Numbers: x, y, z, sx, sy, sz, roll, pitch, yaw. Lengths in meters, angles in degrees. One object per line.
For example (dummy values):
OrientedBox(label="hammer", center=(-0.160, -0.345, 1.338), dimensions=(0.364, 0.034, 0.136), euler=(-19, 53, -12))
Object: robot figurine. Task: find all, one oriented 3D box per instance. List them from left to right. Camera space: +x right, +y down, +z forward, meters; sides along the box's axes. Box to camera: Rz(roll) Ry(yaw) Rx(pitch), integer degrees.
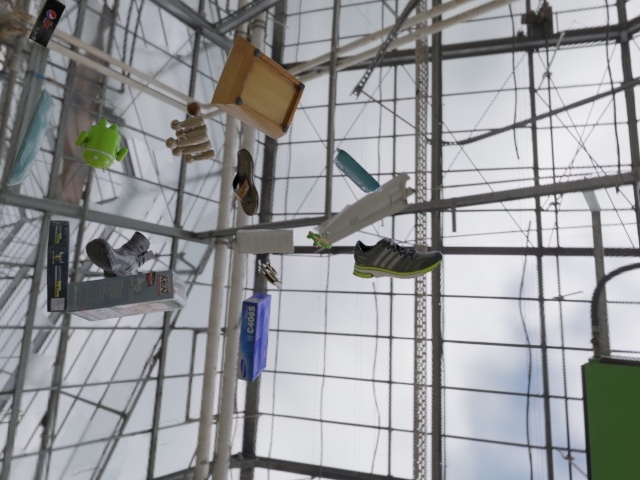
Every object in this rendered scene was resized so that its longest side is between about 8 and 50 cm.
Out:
OrientedBox(label="robot figurine", center=(-0.497, -0.215, 0.937), dimensions=(0.067, 0.101, 0.115), euler=(-3, -108, 44))

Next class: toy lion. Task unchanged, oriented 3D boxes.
OrientedBox(label="toy lion", center=(0.000, 0.000, 1.793), dimensions=(0.100, 0.096, 0.034), euler=(49, -59, 44))

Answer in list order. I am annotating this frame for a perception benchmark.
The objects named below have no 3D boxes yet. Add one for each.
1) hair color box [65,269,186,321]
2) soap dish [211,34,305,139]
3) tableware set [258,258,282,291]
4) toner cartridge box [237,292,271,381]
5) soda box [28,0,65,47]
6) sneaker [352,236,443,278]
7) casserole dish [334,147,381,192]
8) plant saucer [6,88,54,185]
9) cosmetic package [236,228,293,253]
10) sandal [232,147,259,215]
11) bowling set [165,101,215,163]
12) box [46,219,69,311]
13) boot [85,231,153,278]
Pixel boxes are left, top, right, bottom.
OrientedBox(label="hair color box", center=(-0.719, 0.211, 1.557), dimensions=(0.374, 0.185, 0.113), euler=(-8, -110, -5))
OrientedBox(label="soap dish", center=(-0.194, -0.495, 1.377), dimensions=(0.118, 0.291, 0.229), euler=(26, -85, 41))
OrientedBox(label="tableware set", center=(-0.205, 0.136, 1.740), dimensions=(0.039, 0.128, 0.194), euler=(-44, -167, 2))
OrientedBox(label="toner cartridge box", center=(-0.288, 0.418, 1.808), dimensions=(0.075, 0.165, 0.348), euler=(7, -83, 15))
OrientedBox(label="soda box", center=(-0.988, -0.792, 1.491), dimensions=(0.169, 0.060, 0.053), euler=(-55, -136, 11))
OrientedBox(label="sneaker", center=(0.233, 0.051, 1.305), dimensions=(0.300, 0.111, 0.121), euler=(-5, -74, 26))
OrientedBox(label="casserole dish", center=(0.108, -0.205, 1.258), dimensions=(0.188, 0.114, 0.037), euler=(43, -92, -8))
OrientedBox(label="plant saucer", center=(-0.886, -0.310, 1.267), dimensions=(0.317, 0.044, 0.317), euler=(-25, -126, 41))
OrientedBox(label="cosmetic package", center=(-0.234, 0.002, 1.769), dimensions=(0.239, 0.060, 0.099), euler=(-1, -77, -1))
OrientedBox(label="sandal", center=(-0.245, -0.179, 1.303), dimensions=(0.090, 0.060, 0.219), euler=(29, -50, 37))
OrientedBox(label="bowling set", center=(-0.518, -0.421, 1.601), dimensions=(0.154, 0.287, 0.200), euler=(-16, -96, -9))
OrientedBox(label="box", center=(-0.820, 0.078, 1.290), dimensions=(0.183, 0.059, 0.232), euler=(44, -56, 49))
OrientedBox(label="boot", center=(-0.828, 0.039, 1.723), dimensions=(0.118, 0.338, 0.222), euler=(25, -124, 7))
